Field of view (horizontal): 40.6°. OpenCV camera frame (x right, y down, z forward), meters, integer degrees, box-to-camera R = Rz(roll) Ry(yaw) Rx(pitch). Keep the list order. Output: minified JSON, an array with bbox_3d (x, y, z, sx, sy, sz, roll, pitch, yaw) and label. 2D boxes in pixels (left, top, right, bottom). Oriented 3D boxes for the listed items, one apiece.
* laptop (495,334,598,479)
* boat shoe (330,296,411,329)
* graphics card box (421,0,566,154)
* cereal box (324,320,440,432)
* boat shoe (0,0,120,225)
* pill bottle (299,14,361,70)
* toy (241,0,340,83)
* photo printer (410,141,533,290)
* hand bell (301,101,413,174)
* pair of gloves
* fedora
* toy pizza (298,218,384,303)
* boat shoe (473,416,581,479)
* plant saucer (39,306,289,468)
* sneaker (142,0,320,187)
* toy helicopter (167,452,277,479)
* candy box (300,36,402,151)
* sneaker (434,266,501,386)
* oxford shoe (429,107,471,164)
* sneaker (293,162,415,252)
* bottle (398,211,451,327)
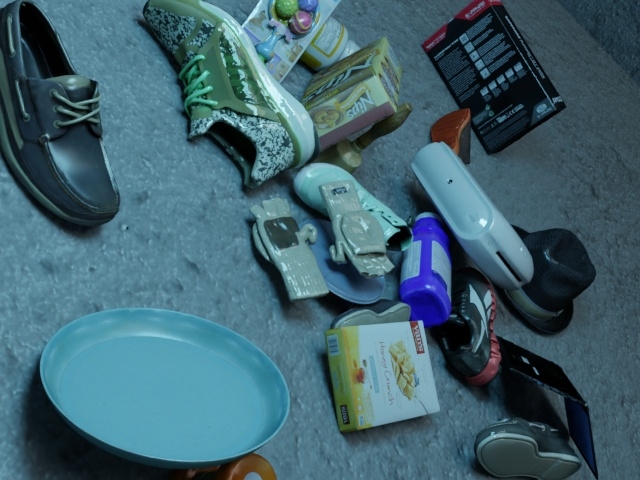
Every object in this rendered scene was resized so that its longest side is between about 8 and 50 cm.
[{"bbox_3d":[0.464,0.338,1.804,0.265,0.136,0.234,26,10,-2],"label":"laptop"},{"bbox_3d":[0.080,0.145,1.583,0.065,0.075,0.206,25,23,39],"label":"boat shoe"},{"bbox_3d":[0.464,-0.447,2.335,0.094,0.233,0.370,-17,75,-54],"label":"graphics card box"},{"bbox_3d":[0.111,0.231,1.511,0.240,0.047,0.172,0,76,-48],"label":"cereal box"},{"bbox_3d":[-0.386,-0.187,1.235,0.132,0.130,0.355,-25,82,-54],"label":"boat shoe"},{"bbox_3d":[-0.015,-0.443,1.879,0.208,0.118,0.117,31,42,-29],"label":"pill bottle"},{"bbox_3d":[-0.058,-0.451,1.757,0.137,0.237,0.056,37,-1,-27],"label":"toy"},{"bbox_3d":[0.334,-0.042,1.858,0.256,0.107,0.307,43,14,-46],"label":"photo printer"},{"bbox_3d":[0.086,-0.193,1.687,0.126,0.242,0.126,29,43,-32],"label":"hand bell"},{"bbox_3d":[0.000,0.000,1.526,0.240,0.042,0.204,-18,67,-32],"label":"pair of gloves"},{"bbox_3d":[0.556,0.063,2.098,0.334,0.153,0.334,30,42,-31],"label":"fedora"},{"bbox_3d":[0.032,0.042,1.597,0.201,0.032,0.201,28,33,-20],"label":"toy pizza"},{"bbox_3d":[0.388,0.398,1.688,0.335,0.112,0.095,26,27,-42],"label":"boat shoe"},{"bbox_3d":[-0.197,0.189,1.111,0.318,0.043,0.317,15,25,-7],"label":"plant saucer"},{"bbox_3d":[-0.184,-0.261,1.536,0.410,0.158,0.182,47,53,-3],"label":"sneaker"},{"bbox_3d":[-0.149,0.440,1.039,0.235,0.140,0.355,58,45,-12],"label":"toy helicopter"},{"bbox_3d":[0.061,-0.295,1.726,0.087,0.183,0.316,58,20,-18],"label":"candy box"},{"bbox_3d":[0.294,0.155,1.768,0.135,0.098,0.276,32,43,-32],"label":"sneaker"},{"bbox_3d":[0.329,-0.238,2.152,0.098,0.097,0.271,61,35,-27],"label":"oxford shoe"},{"bbox_3d":[0.074,-0.060,1.642,0.256,0.094,0.151,26,9,-37],"label":"sneaker"},{"bbox_3d":[0.215,0.048,1.757,0.282,0.092,0.118,-79,147,-52],"label":"bottle"}]
